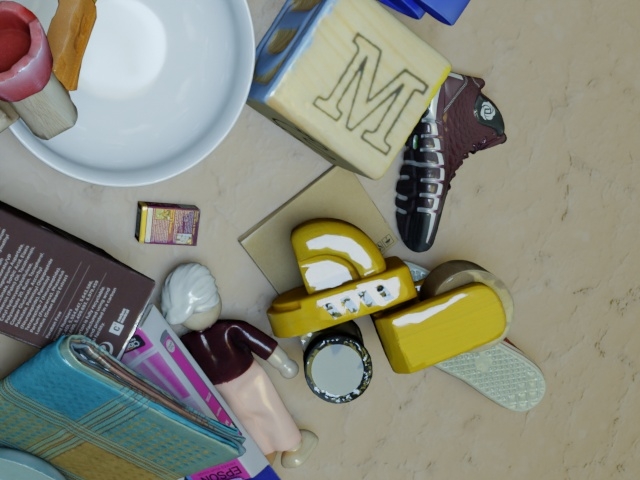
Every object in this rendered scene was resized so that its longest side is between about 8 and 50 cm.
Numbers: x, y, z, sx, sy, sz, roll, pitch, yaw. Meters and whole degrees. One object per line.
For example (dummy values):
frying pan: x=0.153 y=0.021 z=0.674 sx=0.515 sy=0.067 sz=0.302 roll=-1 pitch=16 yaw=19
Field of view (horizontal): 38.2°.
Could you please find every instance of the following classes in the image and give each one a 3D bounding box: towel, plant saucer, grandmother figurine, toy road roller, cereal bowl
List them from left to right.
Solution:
plant saucer: x=-0.413 y=0.325 z=1.260 sx=0.195 sy=0.195 sz=0.037 roll=35 pitch=48 yaw=-24
towel: x=-0.305 y=0.249 z=1.197 sx=0.271 sy=0.370 sz=0.040 roll=36 pitch=46 yaw=-24
cereal bowl: x=-0.260 y=-0.244 z=1.178 sx=0.339 sy=0.141 sz=0.339 roll=-5 pitch=103 yaw=-20
grandmother figurine: x=-0.136 y=0.185 z=1.338 sx=0.207 sy=0.104 sz=0.342 roll=-20 pitch=113 yaw=7
toy road roller: x=0.084 y=0.065 z=1.307 sx=0.329 sy=0.202 sz=0.241 roll=-19 pitch=96 yaw=0

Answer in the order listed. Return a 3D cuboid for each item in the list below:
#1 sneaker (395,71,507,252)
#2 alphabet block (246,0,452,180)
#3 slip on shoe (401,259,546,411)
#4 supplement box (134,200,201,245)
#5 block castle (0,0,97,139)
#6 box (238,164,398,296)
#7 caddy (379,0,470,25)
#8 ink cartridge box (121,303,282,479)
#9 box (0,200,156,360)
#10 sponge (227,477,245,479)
sneaker: x=0.210 y=-0.120 z=1.406 sx=0.162 sy=0.106 sz=0.281 roll=-1 pitch=102 yaw=-24
alphabet block: x=0.024 y=-0.222 z=1.265 sx=0.197 sy=0.192 sz=0.193 roll=33 pitch=91 yaw=-23
slip on shoe: x=0.217 y=0.149 z=1.477 sx=0.331 sy=0.101 sz=0.123 roll=37 pitch=99 yaw=-11
supplement box: x=-0.215 y=-0.024 z=1.298 sx=0.083 sy=0.043 sz=0.055 roll=4 pitch=101 yaw=-21
block castle: x=-0.449 y=-0.283 z=0.924 sx=0.453 sy=0.213 sz=0.303 roll=9 pitch=71 yaw=7
box: x=0.000 y=0.000 z=1.397 sx=0.201 sy=0.021 sz=0.164 roll=-39 pitch=112 yaw=-8
caddy: x=0.088 y=-0.430 z=1.214 sx=0.341 sy=0.241 sz=0.179 roll=25 pitch=97 yaw=-24
ink cartridge box: x=-0.213 y=0.269 z=1.314 sx=0.175 sy=0.069 sz=0.371 roll=-22 pitch=116 yaw=23
box: x=-0.412 y=0.014 z=1.109 sx=0.381 sy=0.191 sz=0.143 roll=29 pitch=86 yaw=-38
sponge: x=-0.189 y=0.393 z=1.336 sx=0.210 sy=0.031 sz=0.117 roll=-15 pitch=146 yaw=11
